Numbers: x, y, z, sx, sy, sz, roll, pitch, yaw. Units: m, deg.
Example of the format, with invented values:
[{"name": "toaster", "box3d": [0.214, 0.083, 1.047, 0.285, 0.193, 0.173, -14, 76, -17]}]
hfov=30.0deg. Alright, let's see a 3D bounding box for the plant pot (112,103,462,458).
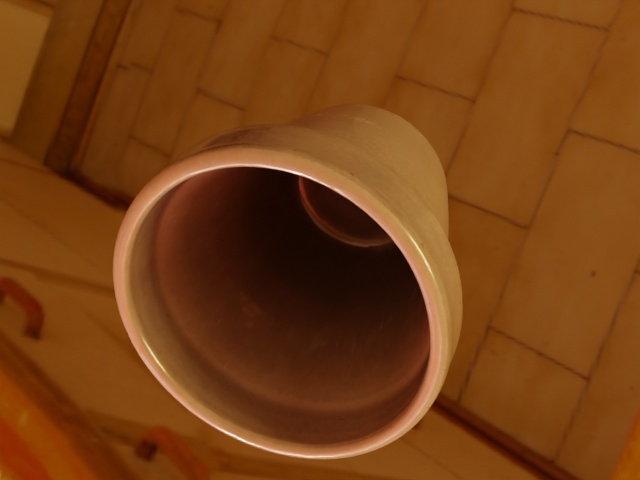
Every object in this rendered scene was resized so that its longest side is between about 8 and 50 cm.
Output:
[{"name": "plant pot", "box3d": [0.000, 0.000, 0.945, 0.263, 0.263, 0.229, -40, 11, 34]}]
